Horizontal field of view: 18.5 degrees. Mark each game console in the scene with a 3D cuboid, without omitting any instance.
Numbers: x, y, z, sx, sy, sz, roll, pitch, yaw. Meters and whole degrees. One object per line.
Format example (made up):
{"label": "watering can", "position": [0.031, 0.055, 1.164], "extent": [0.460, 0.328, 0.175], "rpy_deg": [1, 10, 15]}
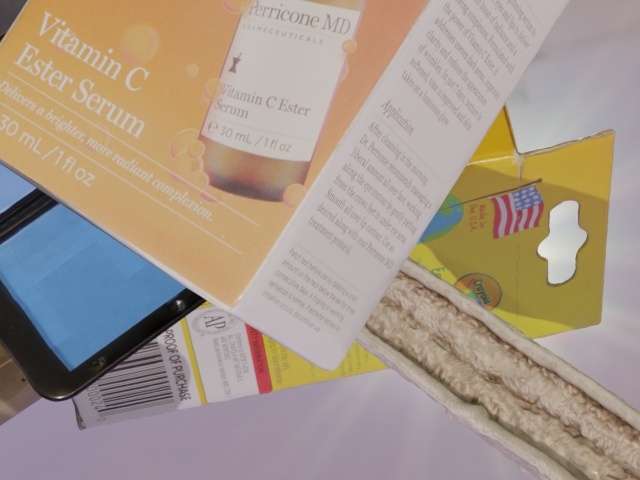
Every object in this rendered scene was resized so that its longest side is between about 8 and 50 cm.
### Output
{"label": "game console", "position": [-0.099, -0.027, 0.844], "extent": [0.144, 0.124, 0.085], "rpy_deg": [-36, -135, -10]}

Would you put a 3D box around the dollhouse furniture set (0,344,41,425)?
{"label": "dollhouse furniture set", "position": [-0.261, -0.017, 1.314], "extent": [0.212, 0.242, 0.161], "rpy_deg": [-34, -140, -3]}

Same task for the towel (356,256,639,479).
{"label": "towel", "position": [0.131, 0.103, 0.799], "extent": [0.282, 0.049, 0.187], "rpy_deg": [35, 177, 36]}

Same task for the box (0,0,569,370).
{"label": "box", "position": [-0.015, -0.066, 0.657], "extent": [0.130, 0.170, 0.091], "rpy_deg": [30, 177, 27]}

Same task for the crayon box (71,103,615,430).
{"label": "crayon box", "position": [0.000, 0.000, 1.109], "extent": [0.319, 0.081, 0.202], "rpy_deg": [-10, 146, -3]}
